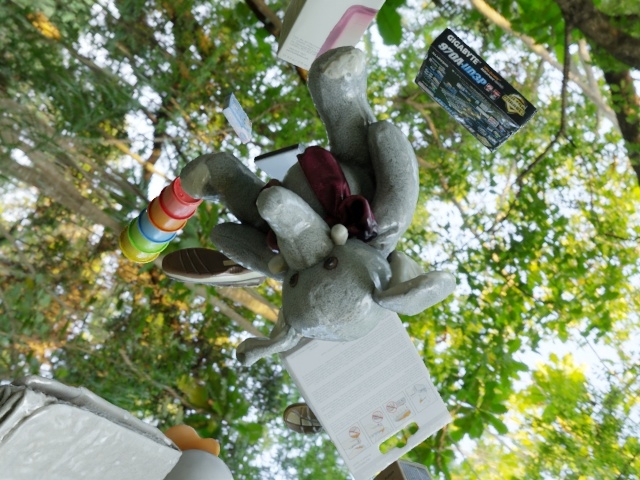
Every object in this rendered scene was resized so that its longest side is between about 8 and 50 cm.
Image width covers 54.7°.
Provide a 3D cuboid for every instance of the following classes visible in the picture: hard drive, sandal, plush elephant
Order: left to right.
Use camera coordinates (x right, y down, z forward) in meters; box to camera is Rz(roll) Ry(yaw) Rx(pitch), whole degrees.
[{"bbox_3d":[-0.082,-0.188,1.502,0.135,0.094,0.022,-11,-122,32],"label":"hard drive"},{"bbox_3d":[0.000,0.000,0.684,0.272,0.330,0.255,-28,-163,13],"label":"plush elephant"},{"bbox_3d":[0.006,0.319,1.161,0.049,0.180,0.072,49,-52,48],"label":"sandal"}]

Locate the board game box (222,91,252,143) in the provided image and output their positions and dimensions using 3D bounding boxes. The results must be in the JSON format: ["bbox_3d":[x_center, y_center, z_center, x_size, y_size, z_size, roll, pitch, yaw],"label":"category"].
[{"bbox_3d":[-0.184,-0.273,1.379,0.020,0.090,0.090,-23,-147,14],"label":"board game box"}]

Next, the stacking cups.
[{"bbox_3d":[-0.309,-0.044,1.235,0.316,0.096,0.095,-30,-137,50],"label":"stacking cups"}]

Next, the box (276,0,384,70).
[{"bbox_3d":[0.026,-0.441,1.145,0.232,0.127,0.148,-48,-152,49],"label":"box"}]

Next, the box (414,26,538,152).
[{"bbox_3d":[0.282,-0.273,1.159,0.051,0.220,0.175,-46,175,-5],"label":"box"}]

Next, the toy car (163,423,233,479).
[{"bbox_3d":[-0.176,0.347,0.750,0.219,0.211,0.237,112,-36,-52],"label":"toy car"}]

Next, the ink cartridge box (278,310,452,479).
[{"bbox_3d":[0.069,0.218,0.930,0.181,0.224,0.056,-30,-173,-13],"label":"ink cartridge box"}]

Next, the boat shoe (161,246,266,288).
[{"bbox_3d":[-0.243,0.080,1.463,0.095,0.258,0.095,108,-21,-45],"label":"boat shoe"}]

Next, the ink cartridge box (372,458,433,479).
[{"bbox_3d":[0.116,0.519,1.040,0.234,0.088,0.193,-54,-148,21],"label":"ink cartridge box"}]

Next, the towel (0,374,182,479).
[{"bbox_3d":[-0.253,0.229,0.565,0.049,0.282,0.187,38,-105,29],"label":"towel"}]
